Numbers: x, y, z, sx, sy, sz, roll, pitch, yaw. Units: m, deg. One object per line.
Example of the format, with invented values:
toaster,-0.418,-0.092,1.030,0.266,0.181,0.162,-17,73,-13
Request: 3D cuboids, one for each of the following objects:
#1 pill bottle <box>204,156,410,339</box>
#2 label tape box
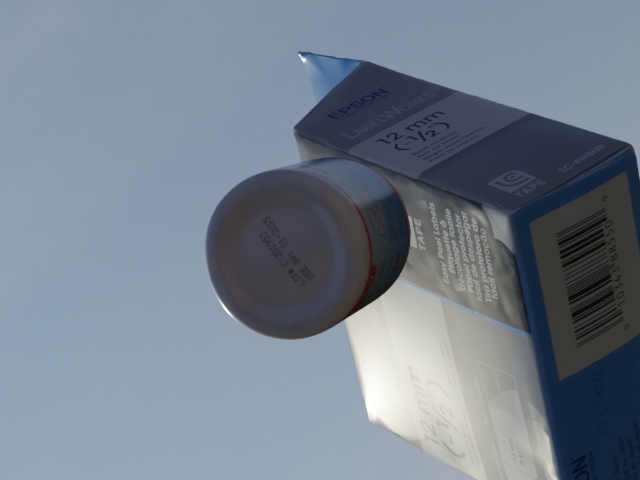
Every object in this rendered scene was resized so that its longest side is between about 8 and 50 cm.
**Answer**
pill bottle,0.000,0.000,1.021,0.087,0.087,0.160,-54,-8,14
label tape box,0.081,0.024,1.315,0.115,0.348,0.249,-30,-59,-27
